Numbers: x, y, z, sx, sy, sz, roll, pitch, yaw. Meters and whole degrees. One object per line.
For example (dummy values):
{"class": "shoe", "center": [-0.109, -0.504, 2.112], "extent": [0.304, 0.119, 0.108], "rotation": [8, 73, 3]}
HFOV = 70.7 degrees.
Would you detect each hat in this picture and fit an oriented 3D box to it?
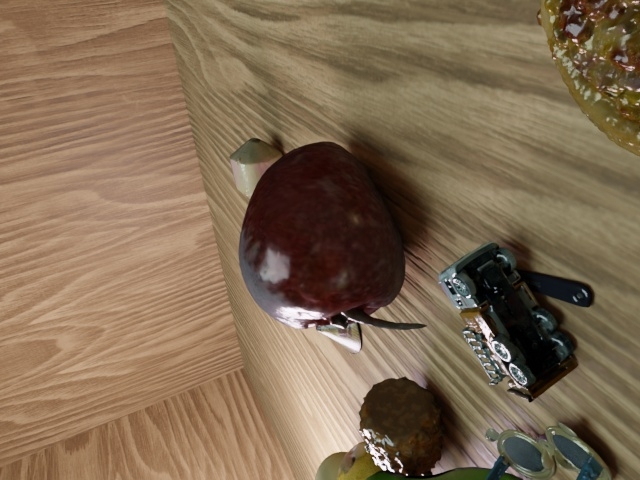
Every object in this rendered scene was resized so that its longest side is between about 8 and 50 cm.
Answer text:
{"class": "hat", "center": [0.026, 0.217, 1.175], "extent": [0.193, 0.082, 0.193], "rotation": [52, 153, 41]}

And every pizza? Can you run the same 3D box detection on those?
{"class": "pizza", "center": [0.228, -0.182, 0.359], "extent": [0.127, 0.058, 0.246], "rotation": [16, 124, 65]}

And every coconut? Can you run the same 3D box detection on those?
{"class": "coconut", "center": [-0.171, -0.204, 1.243], "extent": [0.147, 0.147, 0.152], "rotation": [40, 145, 55]}

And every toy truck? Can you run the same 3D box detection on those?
{"class": "toy truck", "center": [0.218, 0.096, 0.567], "extent": [0.177, 0.080, 0.115], "rotation": [60, 166, 4]}

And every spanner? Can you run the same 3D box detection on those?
{"class": "spanner", "center": [0.246, 0.049, 0.574], "extent": [0.208, 0.012, 0.046], "rotation": [18, 124, 64]}

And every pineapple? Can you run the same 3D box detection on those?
{"class": "pineapple", "center": [0.175, 0.436, 0.910], "extent": [0.169, 0.169, 0.340], "rotation": [41, 151, 54]}

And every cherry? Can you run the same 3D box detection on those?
{"class": "cherry", "center": [0.001, 0.007, 0.813], "extent": [0.334, 0.292, 0.326], "rotation": [-102, 0, -46]}

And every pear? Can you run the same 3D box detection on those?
{"class": "pear", "center": [0.128, 0.582, 1.115], "extent": [0.178, 0.178, 0.178], "rotation": [51, 151, 43]}

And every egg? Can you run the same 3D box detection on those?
{"class": "egg", "center": [0.088, 0.739, 1.298], "extent": [0.253, 0.189, 0.188], "rotation": [59, 157, 16]}

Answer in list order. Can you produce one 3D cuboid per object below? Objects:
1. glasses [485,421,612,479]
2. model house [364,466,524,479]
{"class": "glasses", "center": [0.261, 0.349, 0.557], "extent": [0.088, 0.220, 0.189], "rotation": [30, 152, 0]}
{"class": "model house", "center": [0.221, 0.493, 0.742], "extent": [0.154, 0.294, 0.206], "rotation": [43, -140, -49]}
